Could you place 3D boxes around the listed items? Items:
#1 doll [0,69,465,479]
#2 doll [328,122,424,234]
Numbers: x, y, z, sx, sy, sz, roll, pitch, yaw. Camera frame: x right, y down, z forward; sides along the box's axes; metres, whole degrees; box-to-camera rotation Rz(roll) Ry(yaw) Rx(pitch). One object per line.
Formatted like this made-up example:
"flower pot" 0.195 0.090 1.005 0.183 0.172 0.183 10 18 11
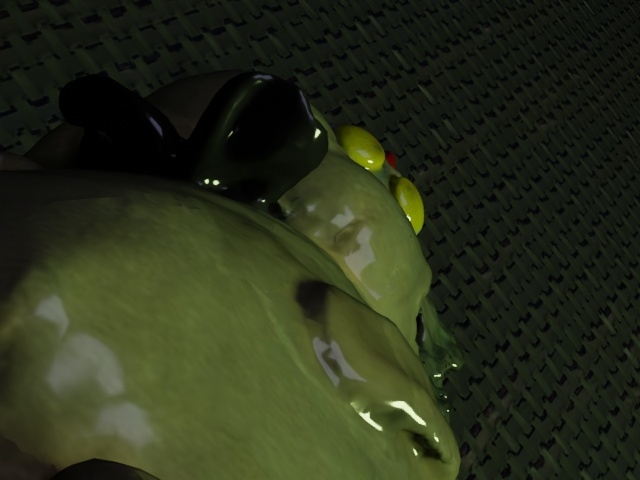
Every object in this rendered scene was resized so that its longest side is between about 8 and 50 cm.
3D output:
"doll" -0.059 0.064 0.513 0.247 0.247 0.349 58 15 6
"doll" 0.000 0.000 0.872 0.142 0.076 0.245 52 30 -8
